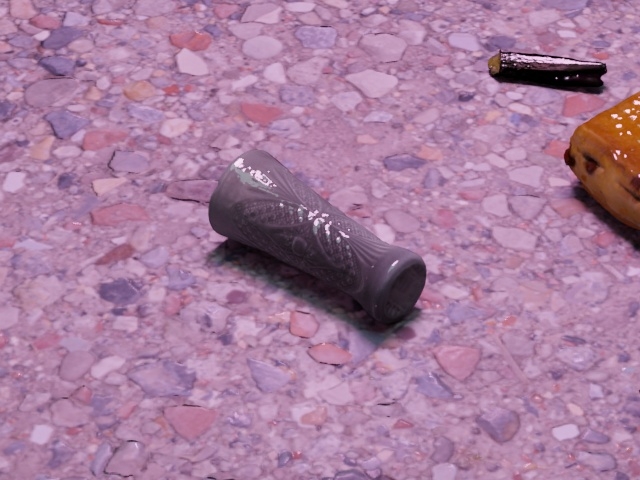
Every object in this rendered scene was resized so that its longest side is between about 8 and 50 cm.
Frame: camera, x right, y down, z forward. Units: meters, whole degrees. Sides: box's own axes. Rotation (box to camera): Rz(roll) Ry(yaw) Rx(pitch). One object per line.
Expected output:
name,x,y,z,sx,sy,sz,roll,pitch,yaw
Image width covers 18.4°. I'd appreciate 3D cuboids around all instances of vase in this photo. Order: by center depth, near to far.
vase,0.000,0.000,1.927,0.219,0.096,0.096,31,48,30

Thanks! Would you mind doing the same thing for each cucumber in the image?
cucumber,0.254,-0.192,2.219,0.135,0.033,0.034,8,6,8

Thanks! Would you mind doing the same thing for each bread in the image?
bread,0.395,-0.079,2.022,0.235,0.099,0.210,-26,42,-21
